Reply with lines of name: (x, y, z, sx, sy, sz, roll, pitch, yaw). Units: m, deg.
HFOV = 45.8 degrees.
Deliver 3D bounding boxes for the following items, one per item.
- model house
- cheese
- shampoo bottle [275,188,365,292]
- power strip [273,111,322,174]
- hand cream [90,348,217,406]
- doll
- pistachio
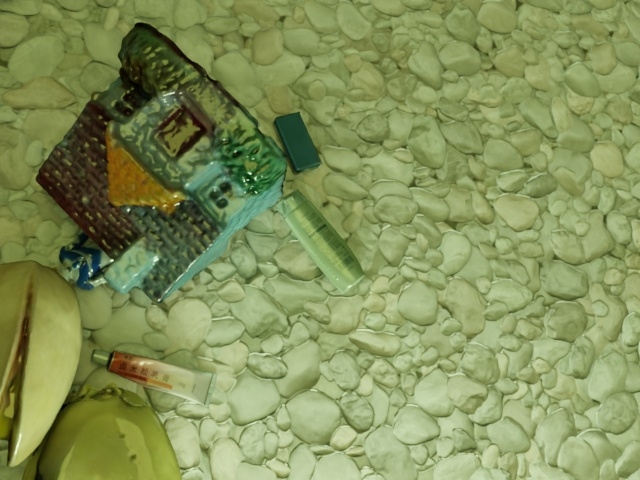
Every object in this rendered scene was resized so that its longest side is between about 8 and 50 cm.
model house: (-0.297, -0.112, 1.280, 0.360, 0.297, 0.339, 45, 79, 2)
cheese: (-0.345, 0.384, 1.191, 0.260, 0.128, 0.315, -2, 79, -22)
shampoo bottle: (0.000, 0.000, 1.439, 0.072, 0.049, 0.212, -36, 85, -21)
power strip: (-0.047, -0.194, 1.499, 0.056, 0.032, 0.123, -19, 78, -20)
hand cream: (-0.287, 0.230, 1.303, 0.216, 0.038, 0.052, 18, 96, -12)
doll: (-0.400, 0.035, 1.322, 0.227, 0.057, 0.114, -37, 89, -25)
pistachio: (-0.469, 0.182, 1.162, 0.194, 0.214, 0.317, 11, 56, -24)
